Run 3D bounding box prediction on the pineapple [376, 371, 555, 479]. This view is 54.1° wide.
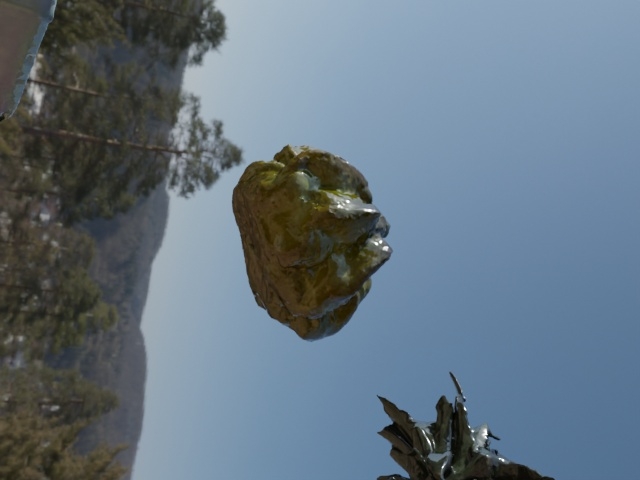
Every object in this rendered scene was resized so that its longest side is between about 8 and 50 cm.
[{"bbox_3d":[0.123,0.244,0.513,0.365,0.165,0.166,-75,-176,-65],"label":"pineapple"}]

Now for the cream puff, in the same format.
[{"bbox_3d":[-0.016,-0.001,0.781,0.196,0.244,0.244,-41,-163,-10],"label":"cream puff"}]

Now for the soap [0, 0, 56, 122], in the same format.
[{"bbox_3d":[-0.329,-0.246,0.565,0.446,0.156,0.262,18,-87,59],"label":"soap"}]
